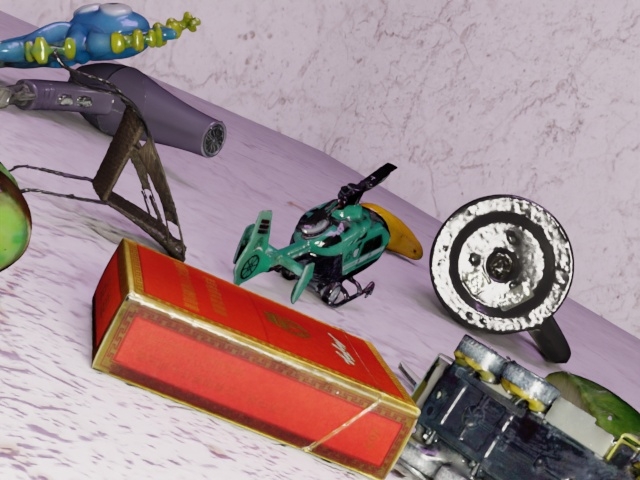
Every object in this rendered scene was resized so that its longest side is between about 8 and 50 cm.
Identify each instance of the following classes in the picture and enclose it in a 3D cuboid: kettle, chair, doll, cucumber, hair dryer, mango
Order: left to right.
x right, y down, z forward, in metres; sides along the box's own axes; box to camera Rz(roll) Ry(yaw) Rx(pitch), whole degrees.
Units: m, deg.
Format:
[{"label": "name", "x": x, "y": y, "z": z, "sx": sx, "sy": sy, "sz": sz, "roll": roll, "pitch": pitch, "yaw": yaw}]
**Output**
[{"label": "doll", "x": -0.401, "y": -0.329, "z": 1.706, "sx": 0.346, "sy": 0.098, "sz": 0.341, "roll": -1, "pitch": 13, "yaw": 31}, {"label": "hair dryer", "x": -0.352, "y": -0.202, "z": 1.633, "sx": 0.301, "sy": 0.121, "sz": 0.361, "roll": 24, "pitch": 17, "yaw": 29}, {"label": "chair", "x": -0.211, "y": -0.075, "z": 1.108, "sx": 0.213, "sy": 0.149, "sz": 0.174, "roll": 28, "pitch": 5, "yaw": -26}, {"label": "mango", "x": 0.130, "y": -0.021, "z": 2.132, "sx": 0.190, "sy": 0.075, "sz": 0.098, "roll": 27, "pitch": 22, "yaw": -32}, {"label": "kettle", "x": 0.330, "y": 0.073, "z": 1.816, "sx": 0.321, "sy": 0.228, "sz": 0.324, "roll": 55, "pitch": 6, "yaw": 4}, {"label": "cucumber", "x": 0.300, "y": 0.212, "z": 1.119, "sx": 0.145, "sy": 0.105, "sz": 0.325, "roll": 27, "pitch": 5, "yaw": -3}]

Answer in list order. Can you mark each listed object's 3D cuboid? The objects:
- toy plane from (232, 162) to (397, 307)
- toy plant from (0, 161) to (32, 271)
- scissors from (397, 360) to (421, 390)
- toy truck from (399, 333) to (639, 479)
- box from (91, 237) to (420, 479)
[{"label": "toy plane", "x": 0.000, "y": 0.000, "z": 1.306, "sx": 0.106, "sy": 0.155, "sz": 0.382, "roll": 32, "pitch": 26, "yaw": 23}, {"label": "toy plant", "x": -0.275, "y": -0.032, "z": 0.785, "sx": 0.093, "sy": 0.092, "sz": 0.162, "roll": 21, "pitch": 7, "yaw": -39}, {"label": "scissors", "x": 0.111, "y": 0.160, "z": 1.113, "sx": 0.058, "sy": 0.014, "sz": 0.119, "roll": 23, "pitch": 12, "yaw": -36}, {"label": "toy truck", "x": 0.189, "y": 0.188, "z": 0.824, "sx": 0.272, "sy": 0.124, "sz": 0.157, "roll": 31, "pitch": -2, "yaw": 46}, {"label": "box", "x": -0.056, "y": 0.089, "z": 0.824, "sx": 0.240, "sy": 0.074, "sz": 0.153, "roll": 24, "pitch": 5, "yaw": -17}]
